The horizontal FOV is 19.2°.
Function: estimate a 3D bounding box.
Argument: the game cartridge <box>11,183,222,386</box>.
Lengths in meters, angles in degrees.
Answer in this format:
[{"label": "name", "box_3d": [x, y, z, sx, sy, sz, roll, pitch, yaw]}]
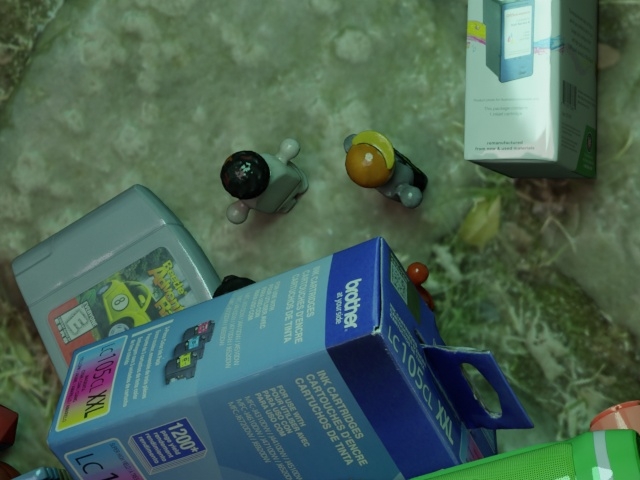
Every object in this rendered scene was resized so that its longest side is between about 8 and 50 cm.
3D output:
[{"label": "game cartridge", "box_3d": [-0.183, 0.101, 1.956, 0.196, 0.060, 0.294, -30, 76, 12]}]

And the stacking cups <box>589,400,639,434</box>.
[{"label": "stacking cups", "box_3d": [0.313, 0.288, 1.641, 0.096, 0.096, 0.316, -28, 64, 16]}]

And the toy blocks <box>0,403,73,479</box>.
[{"label": "toy blocks", "box_3d": [-0.355, 0.320, 1.953, 0.261, 0.191, 0.381, -24, 78, 5]}]

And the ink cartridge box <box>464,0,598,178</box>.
[{"label": "ink cartridge box", "box_3d": [0.201, -0.170, 1.777, 0.093, 0.154, 0.212, 2, 87, 23]}]

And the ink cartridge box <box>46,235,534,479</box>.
[{"label": "ink cartridge box", "box_3d": [-0.008, 0.171, 1.736, 0.396, 0.151, 0.270, -21, 123, 17]}]

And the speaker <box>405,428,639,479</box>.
[{"label": "speaker", "box_3d": [0.141, 0.251, 1.617, 0.297, 0.131, 0.131, -17, 79, 13]}]

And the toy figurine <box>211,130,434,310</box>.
[{"label": "toy figurine", "box_3d": [0.000, 0.000, 1.842, 0.213, 0.148, 0.209, -1, 85, 21]}]
